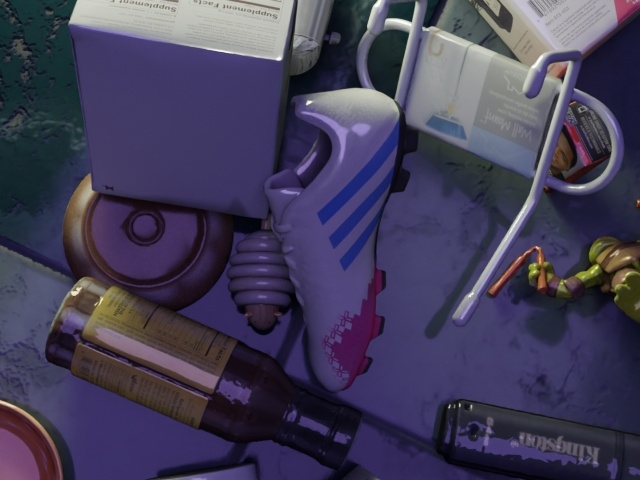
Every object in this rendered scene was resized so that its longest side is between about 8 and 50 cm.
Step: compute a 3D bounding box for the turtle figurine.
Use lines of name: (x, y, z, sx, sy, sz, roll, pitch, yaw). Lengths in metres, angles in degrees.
turtle figurine: (0.330, 0.035, 1.141, 0.270, 0.217, 0.087, -21, 99, 0)

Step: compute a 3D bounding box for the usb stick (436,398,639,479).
usb stick: (0.272, 0.240, 1.171, 0.278, 0.045, 0.077, 12, 81, 0)

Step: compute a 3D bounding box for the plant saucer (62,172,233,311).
plant saucer: (-0.200, -0.013, 1.195, 0.199, 0.036, 0.198, 1, 80, -3)

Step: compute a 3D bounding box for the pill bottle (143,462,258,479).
pill bottle: (-0.104, 0.399, 1.060, 0.182, 0.181, 0.322, -8, 81, -4)

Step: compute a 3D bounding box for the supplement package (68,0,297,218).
supplement package: (-0.136, -0.166, 1.091, 0.204, 0.262, 0.145, 9, 57, -1)

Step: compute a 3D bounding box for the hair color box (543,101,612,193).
hair color box: (0.279, -0.106, 1.177, 0.043, 0.141, 0.072, -23, 82, -9)

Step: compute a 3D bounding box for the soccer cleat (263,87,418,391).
soccer cleat: (0.000, 0.000, 1.090, 0.143, 0.116, 0.331, 4, 107, -17)

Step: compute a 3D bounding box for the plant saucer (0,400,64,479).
plant saucer: (-0.380, 0.273, 1.140, 0.200, 0.037, 0.200, 0, 80, -2)

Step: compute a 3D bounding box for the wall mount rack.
wall mount rack: (0.135, -0.097, 1.136, 0.350, 0.130, 0.304, 29, 122, 31)

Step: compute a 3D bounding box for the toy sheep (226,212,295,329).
toy sheep: (-0.065, 0.035, 1.167, 0.091, 0.091, 0.132, -2, 81, -3)

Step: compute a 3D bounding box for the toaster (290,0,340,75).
toaster: (-0.085, -0.281, 1.197, 0.227, 0.129, 0.146, 8, 83, -3)

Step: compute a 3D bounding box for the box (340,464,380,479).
box: (0.047, 0.312, 1.068, 0.103, 0.203, 0.114, -40, 85, -8)

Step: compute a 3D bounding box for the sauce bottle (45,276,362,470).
sauce bottle: (-0.124, 0.154, 1.134, 0.344, 0.111, 0.111, 25, 81, 0)

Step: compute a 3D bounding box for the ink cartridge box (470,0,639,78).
ink cartridge box: (0.266, -0.331, 1.234, 0.172, 0.100, 0.237, -39, 85, -8)
